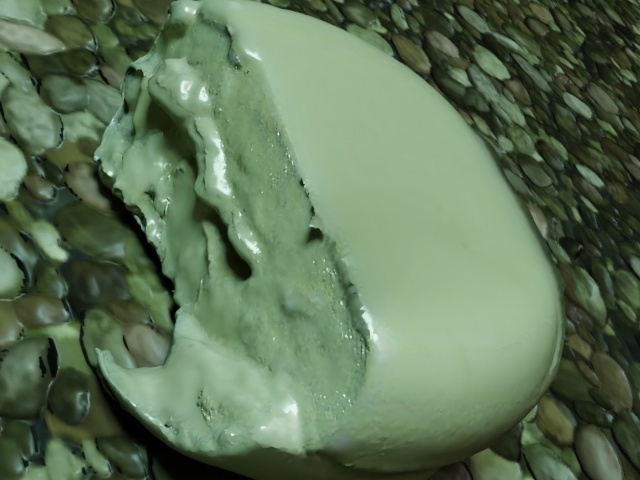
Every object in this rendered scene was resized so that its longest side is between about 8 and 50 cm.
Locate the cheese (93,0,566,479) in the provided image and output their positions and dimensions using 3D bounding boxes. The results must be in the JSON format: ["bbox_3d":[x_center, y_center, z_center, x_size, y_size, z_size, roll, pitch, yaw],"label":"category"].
[{"bbox_3d":[0.000,0.000,0.562,0.233,0.127,0.266,8,45,-38],"label":"cheese"}]
